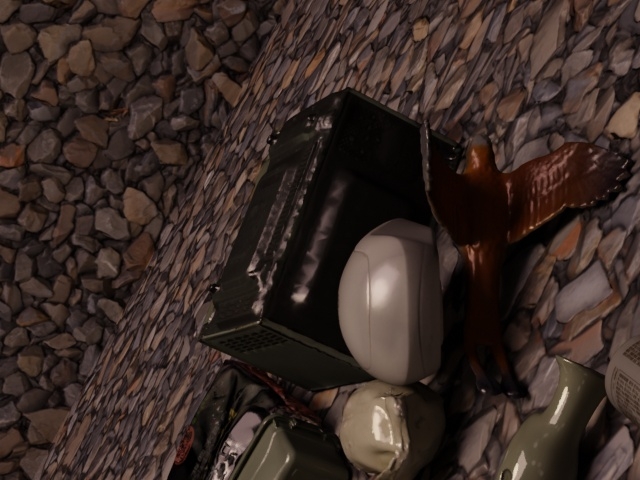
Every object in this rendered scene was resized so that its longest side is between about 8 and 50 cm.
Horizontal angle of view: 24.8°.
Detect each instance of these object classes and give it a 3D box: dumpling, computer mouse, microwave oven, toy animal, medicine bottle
[{"bbox_3d":[0.081,0.223,1.658,0.199,0.118,0.136,87,-171,-82],"label":"dumpling"},{"bbox_3d":[0.081,0.074,1.685,0.297,0.121,0.184,-82,-12,-80],"label":"computer mouse"},{"bbox_3d":[0.000,0.000,2.010,0.286,0.218,0.355,-23,44,66],"label":"microwave oven"},{"bbox_3d":[0.200,0.018,1.653,0.302,0.225,0.284,-154,70,-85],"label":"toy animal"},{"bbox_3d":[0.298,0.132,1.206,0.079,0.079,0.140,-62,17,6],"label":"medicine bottle"}]

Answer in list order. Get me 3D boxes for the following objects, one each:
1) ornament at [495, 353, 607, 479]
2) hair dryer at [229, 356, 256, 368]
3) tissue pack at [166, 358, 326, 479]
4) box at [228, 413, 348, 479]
[{"bbox_3d":[0.217,0.189,1.367,0.081,0.075,0.156,24,90,54],"label":"ornament"},{"bbox_3d":[-0.092,0.113,2.334,0.361,0.121,0.301,-61,8,27],"label":"hair dryer"},{"bbox_3d":[-0.119,0.308,2.076,0.245,0.123,0.332,-66,18,0],"label":"tissue pack"},{"bbox_3d":[-0.044,0.322,1.861,0.172,0.124,0.093,-61,28,12],"label":"box"}]
